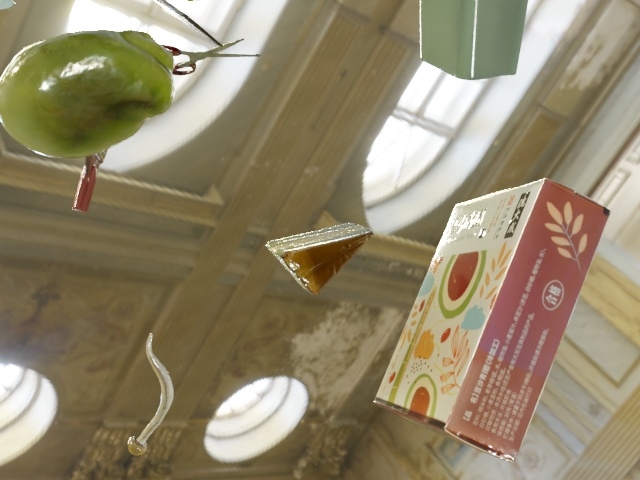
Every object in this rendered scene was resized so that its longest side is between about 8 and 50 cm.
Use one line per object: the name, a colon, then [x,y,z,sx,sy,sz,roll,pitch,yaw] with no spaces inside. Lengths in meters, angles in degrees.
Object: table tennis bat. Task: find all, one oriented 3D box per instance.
table tennis bat: [-0.507,-0.216,1.853,0.038,0.310,0.200,14,174,-7]

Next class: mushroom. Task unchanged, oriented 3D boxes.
mushroom: [-0.330,0.311,1.617,0.068,0.306,0.043,1,-147,-29]

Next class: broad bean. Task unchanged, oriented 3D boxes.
broad bean: [-0.373,-0.236,1.322,0.291,0.238,0.119,-18,-122,-21]

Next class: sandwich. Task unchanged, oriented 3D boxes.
sandwich: [0.000,0.000,1.490,0.113,0.163,0.079,49,172,-30]

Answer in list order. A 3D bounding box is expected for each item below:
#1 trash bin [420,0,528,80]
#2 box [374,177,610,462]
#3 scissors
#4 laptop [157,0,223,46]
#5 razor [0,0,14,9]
trash bin: [0.295,-0.497,1.547,0.158,0.344,0.223,-10,-153,-16]
box: [0.252,0.120,1.285,0.122,0.385,0.344,25,170,-9]
scissors: [-0.264,-0.422,1.859,0.247,0.017,0.144,-3,165,23]
laptop: [-0.304,-0.489,1.795,0.197,0.016,0.135,42,-174,40]
razor: [-0.464,-0.401,1.083,0.056,0.111,0.278,-14,-123,-22]
